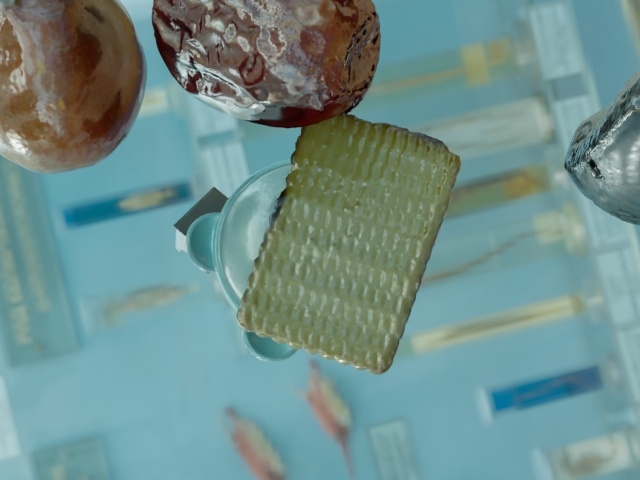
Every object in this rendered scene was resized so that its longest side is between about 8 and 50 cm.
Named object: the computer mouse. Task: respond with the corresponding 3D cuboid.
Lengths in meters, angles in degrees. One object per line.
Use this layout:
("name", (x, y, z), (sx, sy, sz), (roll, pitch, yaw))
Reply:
("computer mouse", (0.227, -0.052, 1.100), (0.217, 0.122, 0.073), (125, 154, -73))

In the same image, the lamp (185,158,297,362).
("lamp", (0.003, -0.002, 1.951), (0.209, 0.284, 0.147), (59, 151, 0))

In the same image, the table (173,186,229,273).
("table", (-0.150, -0.009, 2.325), (0.070, 0.083, 0.082), (39, 157, 12))

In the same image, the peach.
("peach", (-0.314, -0.200, 1.879), (0.252, 0.252, 0.252), (167, 90, -79))

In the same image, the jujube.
("jujube", (-0.055, -0.205, 1.678), (0.243, 0.183, 0.183), (17, 129, 33))

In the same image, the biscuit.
("biscuit", (0.030, -0.003, 1.741), (0.029, 0.172, 0.254), (72, -143, -75))
